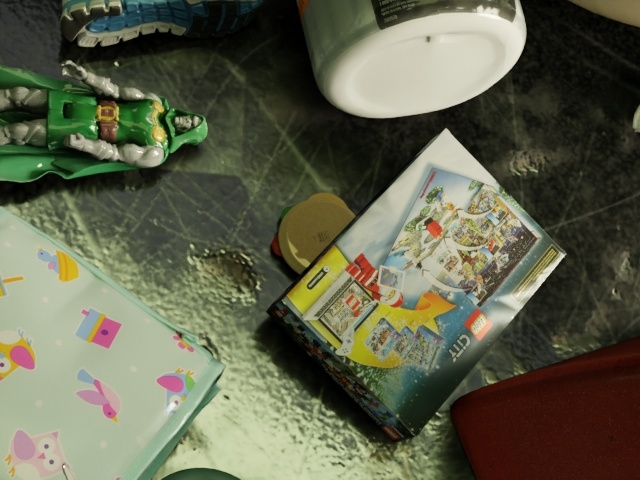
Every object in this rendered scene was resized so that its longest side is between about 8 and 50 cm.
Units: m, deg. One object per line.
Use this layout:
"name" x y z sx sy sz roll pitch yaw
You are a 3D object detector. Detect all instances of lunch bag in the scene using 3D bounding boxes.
"lunch bag" -0.225 0.130 0.847 0.223 0.160 0.262 35 69 3

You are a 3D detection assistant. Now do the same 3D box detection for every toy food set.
"toy food set" 0.000 0.000 1.035 0.083 0.020 0.083 -29 78 -23

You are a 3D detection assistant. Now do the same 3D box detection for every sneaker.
"sneaker" -0.145 -0.233 1.074 0.191 0.071 0.082 -5 63 -17

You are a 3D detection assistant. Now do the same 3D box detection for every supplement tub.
"supplement tub" 0.060 -0.289 1.080 0.194 0.193 0.316 -5 68 -17

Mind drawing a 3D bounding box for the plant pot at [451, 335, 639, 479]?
"plant pot" 0.302 0.181 0.917 0.267 0.235 0.267 -15 71 -20

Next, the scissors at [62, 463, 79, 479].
"scissors" -0.123 0.286 0.786 0.109 0.021 0.297 -49 125 -33

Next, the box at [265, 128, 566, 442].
"box" 0.087 0.035 1.016 0.159 0.044 0.233 46 64 -4

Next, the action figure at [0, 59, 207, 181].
"action figure" -0.212 -0.103 1.006 0.232 0.063 0.137 2 64 -17

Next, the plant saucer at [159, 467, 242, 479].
"plant saucer" -0.091 0.234 0.911 0.119 0.021 0.119 6 65 -12

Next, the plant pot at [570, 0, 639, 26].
"plant pot" 0.276 -0.349 1.147 0.191 0.284 0.284 8 59 29

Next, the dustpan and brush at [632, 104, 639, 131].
"dustpan and brush" 0.421 -0.161 1.173 0.211 0.147 0.060 -28 117 -44
